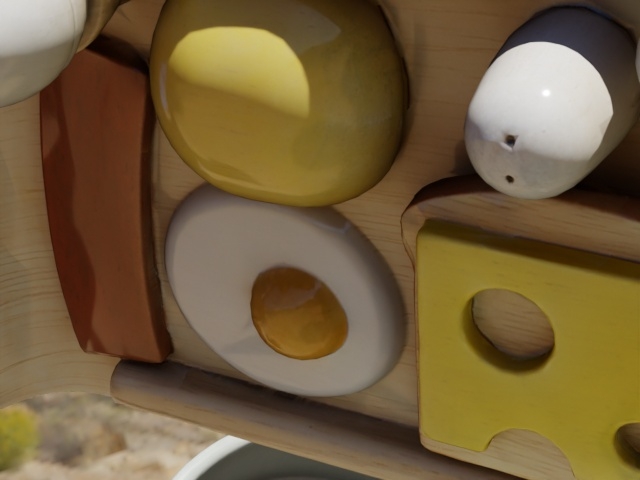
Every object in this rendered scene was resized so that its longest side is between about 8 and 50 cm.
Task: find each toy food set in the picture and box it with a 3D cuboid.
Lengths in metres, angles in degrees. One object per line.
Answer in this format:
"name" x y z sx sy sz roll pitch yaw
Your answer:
"toy food set" 0.000 0.000 0.393 0.306 0.220 0.092 13 36 24

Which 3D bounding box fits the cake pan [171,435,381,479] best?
"cake pan" 0.018 0.245 0.942 0.293 0.293 0.054 -17 -27 -36
